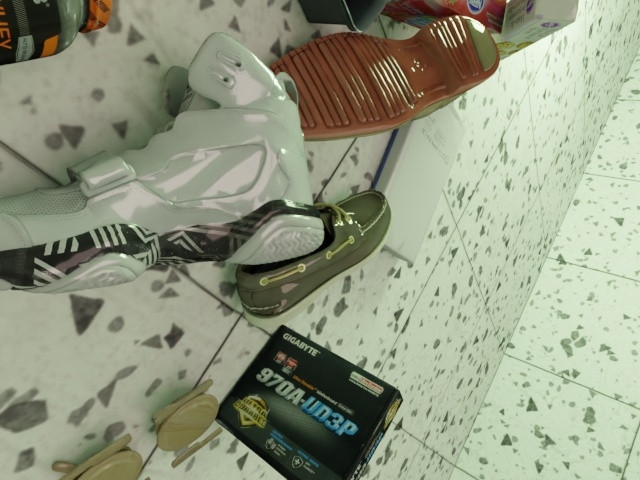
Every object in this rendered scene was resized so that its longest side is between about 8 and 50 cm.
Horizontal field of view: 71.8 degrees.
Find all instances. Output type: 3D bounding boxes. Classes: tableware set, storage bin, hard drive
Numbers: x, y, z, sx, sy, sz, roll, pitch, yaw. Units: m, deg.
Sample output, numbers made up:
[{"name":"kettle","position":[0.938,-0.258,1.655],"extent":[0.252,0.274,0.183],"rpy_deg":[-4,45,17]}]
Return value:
[{"name":"tableware set","position":[-0.217,0.250,0.548],"extent":[0.194,0.039,0.128],"rpy_deg":[-29,137,-34]},{"name":"storage bin","position":[0.013,-0.336,0.541],"extent":[0.098,0.091,0.135],"rpy_deg":[-56,140,-19]},{"name":"hard drive","position":[0.190,-0.131,0.880],"extent":[0.210,0.040,0.319],"rpy_deg":[29,82,-51]}]

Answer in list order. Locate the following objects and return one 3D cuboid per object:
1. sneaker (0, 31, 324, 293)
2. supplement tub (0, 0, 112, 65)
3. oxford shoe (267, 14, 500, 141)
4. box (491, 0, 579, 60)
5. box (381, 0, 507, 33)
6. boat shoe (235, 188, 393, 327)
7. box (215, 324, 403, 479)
[{"name":"sneaker","position":[-0.159,-0.075,0.413],"extent":[0.365,0.137,0.210],"rpy_deg":[-6,96,-36]},{"name":"supplement tub","position":[-0.244,-0.167,0.277],"extent":[0.190,0.117,0.117],"rpy_deg":[-35,129,-37]},{"name":"oxford shoe","position":[0.078,-0.205,0.638],"extent":[0.397,0.146,0.140],"rpy_deg":[-20,84,-24]},{"name":"box","position":[0.349,-0.385,0.799],"extent":[0.324,0.067,0.063],"rpy_deg":[-89,-176,-79]},{"name":"box","position":[0.192,-0.409,0.697],"extent":[0.257,0.128,0.123],"rpy_deg":[-14,116,-48]},{"name":"boat shoe","position":[0.003,0.002,0.654],"extent":[0.305,0.109,0.091],"rpy_deg":[-38,136,-30]},{"name":"box","position":[-0.020,0.243,0.634],"extent":[0.175,0.220,0.051],"rpy_deg":[-52,143,-23]}]
